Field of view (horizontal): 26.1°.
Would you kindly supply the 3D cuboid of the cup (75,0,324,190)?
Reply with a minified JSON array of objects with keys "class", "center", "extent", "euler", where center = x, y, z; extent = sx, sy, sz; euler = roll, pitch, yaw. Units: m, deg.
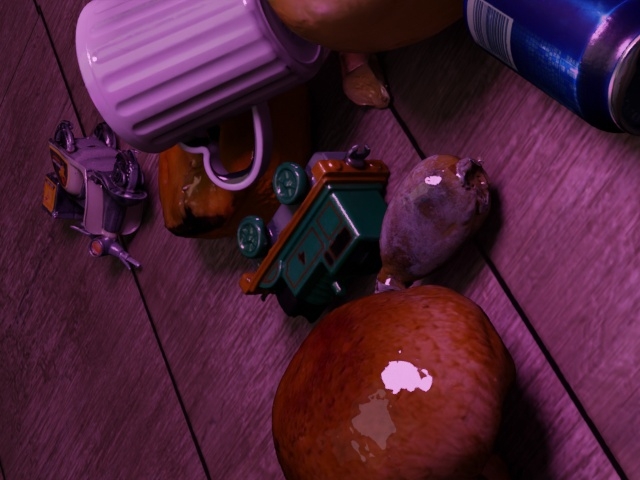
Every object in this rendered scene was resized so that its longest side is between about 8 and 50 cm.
[{"class":"cup","center":[-0.102,-0.180,1.389],"extent":[0.202,0.221,0.167],"euler":[-19,38,26]}]

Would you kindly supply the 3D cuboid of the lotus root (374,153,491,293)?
[{"class":"lotus root","center":[0.097,-0.014,1.251],"extent":[0.165,0.088,0.088],"euler":[-60,41,31]}]

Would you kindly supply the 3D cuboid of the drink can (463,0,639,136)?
[{"class":"drink can","center":[0.208,-0.166,1.091],"extent":[0.205,0.118,0.118],"euler":[47,122,47]}]

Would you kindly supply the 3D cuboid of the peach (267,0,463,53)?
[{"class":"peach","center":[0.049,-0.333,1.210],"extent":[0.315,0.281,0.314],"euler":[-41,45,30]}]

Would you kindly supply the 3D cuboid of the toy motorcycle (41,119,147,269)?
[{"class":"toy motorcycle","center":[-0.296,-0.071,1.841],"extent":[0.263,0.091,0.157],"euler":[34,120,55]}]

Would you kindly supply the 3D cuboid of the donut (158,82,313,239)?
[{"class":"donut","center":[-0.108,-0.115,1.545],"extent":[0.253,0.118,0.254],"euler":[-11,76,52]}]

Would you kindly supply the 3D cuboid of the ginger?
[{"class":"ginger","center":[0.034,-0.189,1.416],"extent":[0.057,0.044,0.137],"euler":[105,151,-45]}]

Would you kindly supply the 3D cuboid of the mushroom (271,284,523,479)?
[{"class":"mushroom","center":[0.068,0.167,1.169],"extent":[0.263,0.195,0.283],"euler":[-60,40,22]}]

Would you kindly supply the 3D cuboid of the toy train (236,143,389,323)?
[{"class":"toy train","center":[0.000,0.000,1.391],"extent":[0.136,0.091,0.228],"euler":[56,129,31]}]
